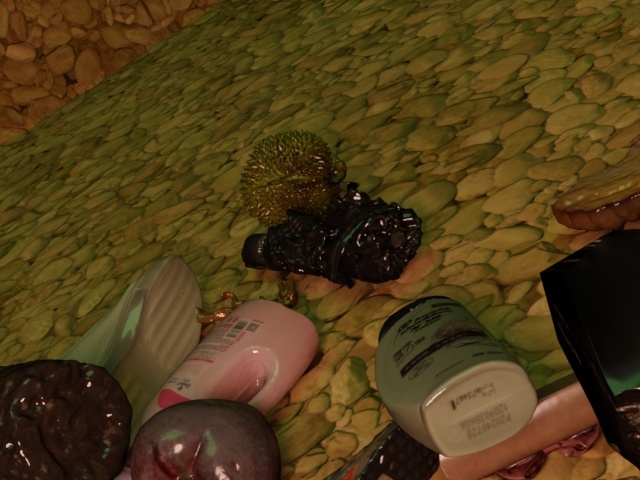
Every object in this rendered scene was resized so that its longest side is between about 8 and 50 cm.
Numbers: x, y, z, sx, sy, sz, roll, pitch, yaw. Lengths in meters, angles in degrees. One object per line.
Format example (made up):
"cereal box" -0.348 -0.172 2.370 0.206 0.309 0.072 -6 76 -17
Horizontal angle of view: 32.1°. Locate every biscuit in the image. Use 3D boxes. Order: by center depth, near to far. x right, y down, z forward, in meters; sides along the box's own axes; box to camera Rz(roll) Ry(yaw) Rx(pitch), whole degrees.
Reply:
"biscuit" 0.391 -0.062 1.417 0.183 0.061 0.118 -32 27 -5

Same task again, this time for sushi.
"sushi" 0.349 0.111 0.955 0.227 0.212 0.215 -23 39 2

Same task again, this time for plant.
"plant" -0.369 0.241 1.304 0.320 0.194 0.182 -27 53 44

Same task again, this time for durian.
"durian" -0.051 -0.105 1.816 0.146 0.159 0.198 3 38 39

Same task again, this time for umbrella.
"umbrella" 0.008 -0.008 1.624 0.154 0.128 0.336 -39 24 -23

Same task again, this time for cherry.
"cherry" -0.126 0.248 1.233 0.176 0.140 0.176 13 16 -4

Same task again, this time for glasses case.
"glasses case" 0.216 0.191 1.117 0.193 0.070 0.102 -26 -3 7

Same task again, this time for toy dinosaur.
"toy dinosaur" -0.106 0.134 1.565 0.142 0.057 0.212 -4 40 4

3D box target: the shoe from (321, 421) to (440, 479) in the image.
"shoe" 0.049 0.244 1.163 0.194 0.074 0.077 -42 24 -24

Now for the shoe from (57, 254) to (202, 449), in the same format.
"shoe" -0.293 0.169 1.581 0.160 0.132 0.363 -15 33 30

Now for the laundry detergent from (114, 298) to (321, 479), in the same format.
"laundry detergent" -0.141 0.211 1.392 0.159 0.088 0.335 10 44 37

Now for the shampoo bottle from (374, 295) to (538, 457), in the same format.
"shampoo bottle" 0.123 0.134 1.180 0.134 0.078 0.359 -27 9 0
